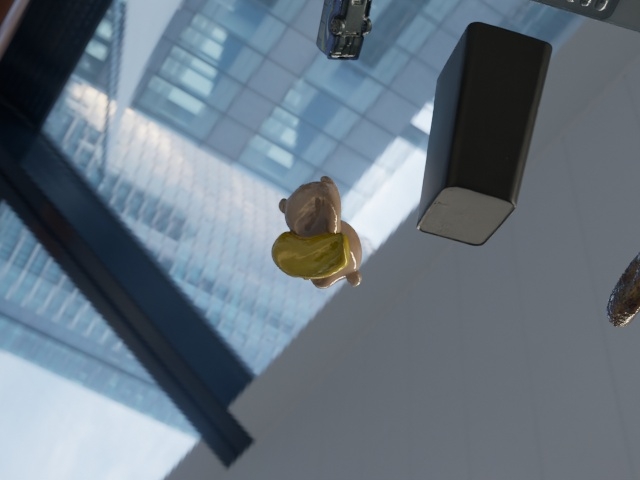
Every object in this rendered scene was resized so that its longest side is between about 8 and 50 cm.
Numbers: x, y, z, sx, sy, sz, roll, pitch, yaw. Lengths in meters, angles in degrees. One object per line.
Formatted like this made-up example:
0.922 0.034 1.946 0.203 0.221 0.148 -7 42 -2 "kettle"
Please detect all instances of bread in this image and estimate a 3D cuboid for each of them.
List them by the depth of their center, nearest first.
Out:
0.557 0.064 1.803 0.193 0.064 0.193 -50 166 -17 "bread"

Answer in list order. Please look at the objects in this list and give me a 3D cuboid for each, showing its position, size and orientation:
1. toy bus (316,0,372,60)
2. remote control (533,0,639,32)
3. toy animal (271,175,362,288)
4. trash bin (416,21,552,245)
0.033 -0.290 1.232 0.061 0.051 0.153 46 -48 49 "toy bus"
0.212 -0.264 0.961 0.103 0.250 0.034 106 3 -56 "remote control"
0.000 0.000 1.087 0.091 0.082 0.114 -30 -118 28 "toy animal"
0.200 -0.127 1.311 0.165 0.115 0.225 117 -14 -67 "trash bin"
